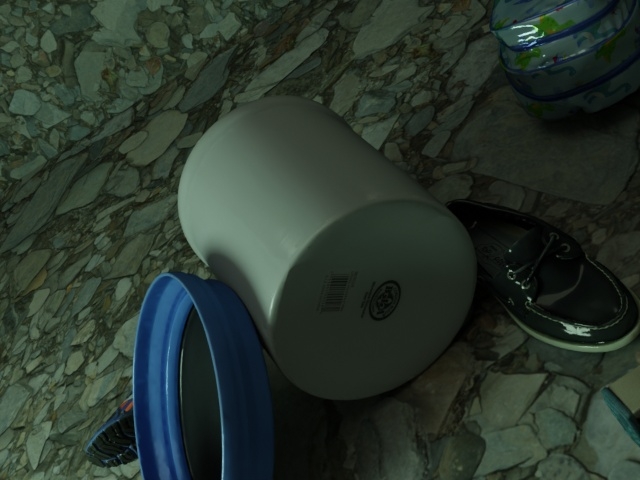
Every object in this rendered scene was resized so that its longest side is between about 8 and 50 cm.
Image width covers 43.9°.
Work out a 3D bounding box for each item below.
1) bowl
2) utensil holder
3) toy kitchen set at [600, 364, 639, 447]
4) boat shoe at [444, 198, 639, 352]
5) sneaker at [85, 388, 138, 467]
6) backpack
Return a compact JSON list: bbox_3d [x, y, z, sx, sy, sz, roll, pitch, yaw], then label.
[{"bbox_3d":[-0.169,0.236,1.087,0.391,0.077,0.391,3,94,61],"label":"bowl"},{"bbox_3d":[0.000,0.000,1.164,0.327,0.327,0.385,-42,37,-1],"label":"utensil holder"},{"bbox_3d":[0.341,0.235,0.700,0.122,0.166,0.207,-40,34,2],"label":"toy kitchen set"},{"bbox_3d":[0.271,0.026,1.045,0.127,0.113,0.340,-41,34,-1],"label":"boat shoe"},{"bbox_3d":[-0.310,0.299,1.363,0.221,0.083,0.087,-43,20,-11],"label":"sneaker"},{"bbox_3d":[0.396,-0.349,1.250,0.290,0.273,0.355,-7,59,31],"label":"backpack"}]
